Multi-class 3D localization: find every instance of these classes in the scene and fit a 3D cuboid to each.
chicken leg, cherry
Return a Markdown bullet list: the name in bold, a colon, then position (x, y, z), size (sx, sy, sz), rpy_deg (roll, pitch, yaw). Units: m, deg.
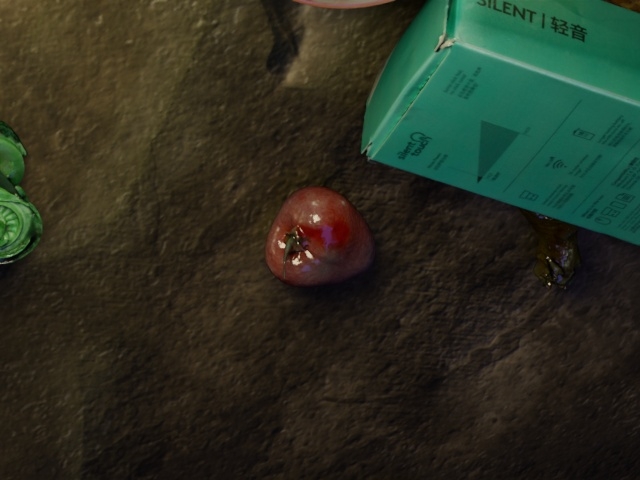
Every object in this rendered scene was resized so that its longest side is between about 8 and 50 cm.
- **chicken leg**: position (0.256, -0.040, 2.022), size (0.103, 0.088, 0.228), rpy_deg (-30, 130, -18)
- **cherry**: position (-0.005, 0.001, 1.935), size (0.106, 0.087, 0.126), rpy_deg (-43, 150, 3)

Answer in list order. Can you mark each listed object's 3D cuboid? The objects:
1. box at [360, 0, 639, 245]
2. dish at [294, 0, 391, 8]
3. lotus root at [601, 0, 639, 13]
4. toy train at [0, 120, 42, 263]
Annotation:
- **box**: position (0.220, -0.129, 1.815), size (0.311, 0.118, 0.205), rpy_deg (16, 143, -14)
- **dish**: position (0.026, -0.331, 1.668), size (0.260, 0.085, 0.260), rpy_deg (-5, 131, -5)
- **lotus root**: position (0.289, -0.252, 1.839), size (0.260, 0.128, 0.145), rpy_deg (19, 130, -32)
- **toy train**: position (-0.365, -0.047, 1.703), size (0.188, 0.132, 0.243), rpy_deg (-31, 131, 8)
